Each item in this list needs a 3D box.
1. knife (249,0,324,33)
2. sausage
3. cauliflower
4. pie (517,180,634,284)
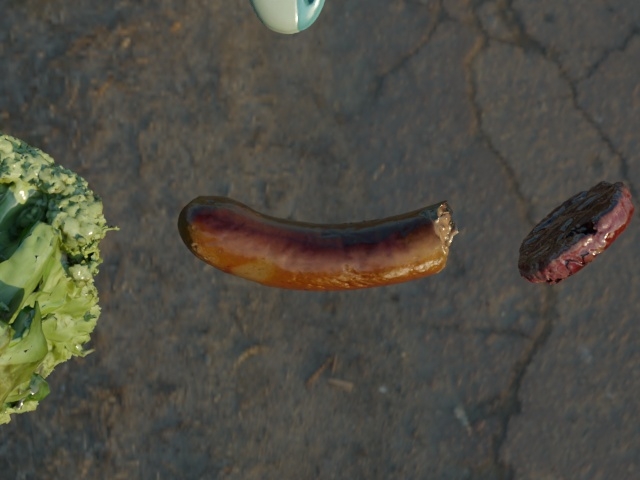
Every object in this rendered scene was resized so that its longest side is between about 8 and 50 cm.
[{"bbox_3d":[-0.028,-0.255,0.880,0.064,0.222,0.031,0,15,10],"label":"knife"},{"bbox_3d":[-0.001,0.005,1.358,0.302,0.103,0.076,1,18,1],"label":"sausage"},{"bbox_3d":[-0.266,0.058,0.886,0.272,0.275,0.250,13,11,-35],"label":"cauliflower"},{"bbox_3d":[0.265,-0.008,1.334,0.038,0.153,0.153,48,57,-8],"label":"pie"}]
